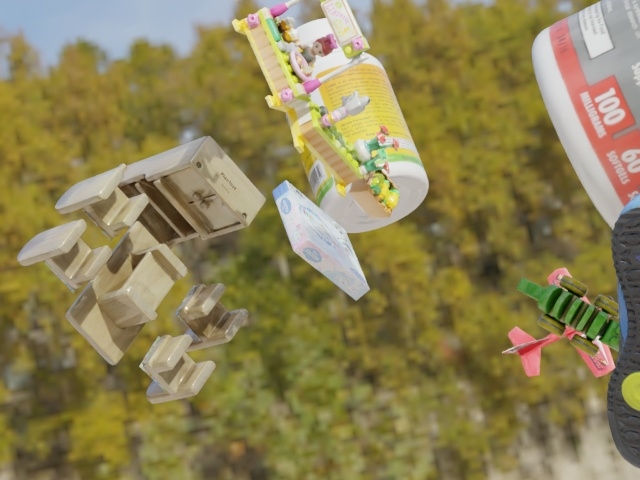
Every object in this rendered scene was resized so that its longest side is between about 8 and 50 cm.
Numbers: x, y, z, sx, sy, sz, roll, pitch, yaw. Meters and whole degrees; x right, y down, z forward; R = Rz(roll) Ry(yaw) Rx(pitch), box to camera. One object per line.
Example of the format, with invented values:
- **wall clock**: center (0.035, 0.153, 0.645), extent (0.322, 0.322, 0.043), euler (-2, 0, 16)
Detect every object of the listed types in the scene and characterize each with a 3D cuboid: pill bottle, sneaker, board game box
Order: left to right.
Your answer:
- **board game box**: center (0.000, 0.000, 1.669), extent (0.020, 0.090, 0.090), euler (-40, -52, 14)
- **pill bottle**: center (0.032, -0.145, 2.271), extent (0.136, 0.246, 0.136), euler (-16, -26, -8)
- **sneaker**: center (0.250, 0.062, 1.345), extent (0.069, 0.209, 0.082), euler (5, 17, 25)
- **pill bottle**: center (0.385, -0.162, 1.599), extent (0.363, 0.210, 0.210), euler (-26, -14, 17)

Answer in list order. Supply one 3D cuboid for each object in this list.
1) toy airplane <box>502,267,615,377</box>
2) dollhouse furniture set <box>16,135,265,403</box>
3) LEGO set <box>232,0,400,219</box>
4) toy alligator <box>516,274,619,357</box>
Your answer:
- **toy airplane**: center (0.287, 0.111, 2.193), extent (0.151, 0.151, 0.028), euler (-13, -29, 5)
- **dollhouse furniture set**: center (-0.192, 0.021, 1.947), extent (0.161, 0.212, 0.242), euler (-16, 32, 47)
- **LEGO set**: center (0.019, -0.148, 1.778), extent (0.107, 0.287, 0.132), euler (-27, 11, 17)
- **toy alligator**: center (0.271, 0.085, 1.783), extent (0.189, 0.056, 0.051), euler (31, 0, 16)
